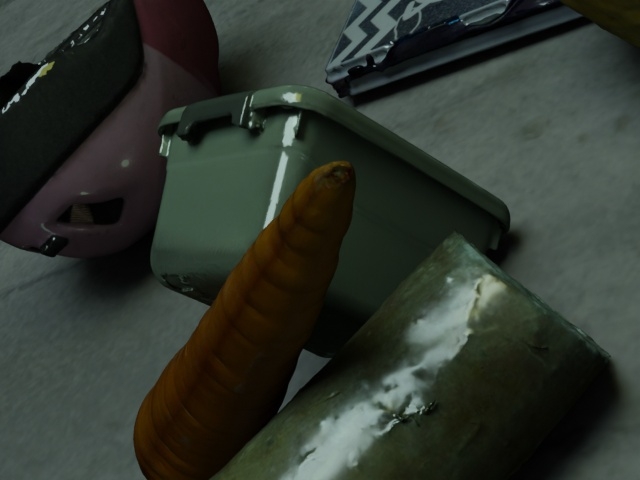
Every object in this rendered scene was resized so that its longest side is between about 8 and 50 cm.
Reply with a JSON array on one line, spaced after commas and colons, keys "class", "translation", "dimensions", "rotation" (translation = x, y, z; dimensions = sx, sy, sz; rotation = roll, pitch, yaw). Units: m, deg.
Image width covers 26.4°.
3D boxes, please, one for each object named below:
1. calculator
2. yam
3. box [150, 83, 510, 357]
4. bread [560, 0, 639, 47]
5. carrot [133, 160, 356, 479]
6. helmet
[{"class": "calculator", "translation": [0.127, -0.184, 0.871], "dimensions": [0.274, 0.028, 0.166], "rotation": [-15, 41, 36]}, {"class": "yam", "translation": [0.009, 0.111, 0.606], "dimensions": [0.259, 0.106, 0.106], "rotation": [-46, 32, -2]}, {"class": "box", "translation": [0.000, 0.000, 0.692], "dimensions": [0.124, 0.172, 0.093], "rotation": [-5, 65, 48]}, {"class": "bread", "translation": [0.177, -0.207, 0.661], "dimensions": [0.244, 0.134, 0.244], "rotation": [5, 96, 55]}, {"class": "carrot", "translation": [-0.036, 0.059, 0.631], "dimensions": [0.336, 0.069, 0.069], "rotation": [123, 170, -58]}, {"class": "helmet", "translation": [-0.146, -0.088, 0.963], "dimensions": [0.198, 0.154, 0.253], "rotation": [-38, 9, 49]}]
